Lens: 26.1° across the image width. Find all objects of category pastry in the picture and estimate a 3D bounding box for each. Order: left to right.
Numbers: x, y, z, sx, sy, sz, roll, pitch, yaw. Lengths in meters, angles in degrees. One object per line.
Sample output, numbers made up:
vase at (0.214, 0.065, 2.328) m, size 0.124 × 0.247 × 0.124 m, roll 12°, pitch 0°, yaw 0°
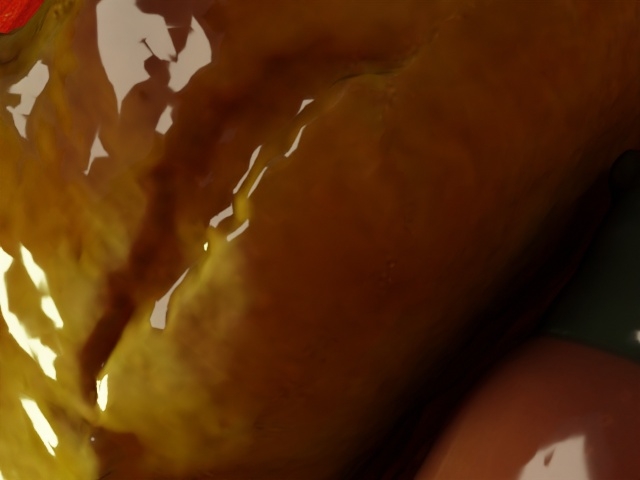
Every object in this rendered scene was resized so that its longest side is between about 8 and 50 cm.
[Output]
pastry at (0.000, 0.000, 0.503) m, size 0.356 × 0.164 × 0.356 m, roll -38°, pitch -22°, yaw -18°

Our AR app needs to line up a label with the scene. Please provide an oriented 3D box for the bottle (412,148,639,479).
bottle at (0.065, 0.129, 0.374) m, size 0.336 × 0.144 × 0.144 m, roll -63°, pitch 22°, yaw -9°
